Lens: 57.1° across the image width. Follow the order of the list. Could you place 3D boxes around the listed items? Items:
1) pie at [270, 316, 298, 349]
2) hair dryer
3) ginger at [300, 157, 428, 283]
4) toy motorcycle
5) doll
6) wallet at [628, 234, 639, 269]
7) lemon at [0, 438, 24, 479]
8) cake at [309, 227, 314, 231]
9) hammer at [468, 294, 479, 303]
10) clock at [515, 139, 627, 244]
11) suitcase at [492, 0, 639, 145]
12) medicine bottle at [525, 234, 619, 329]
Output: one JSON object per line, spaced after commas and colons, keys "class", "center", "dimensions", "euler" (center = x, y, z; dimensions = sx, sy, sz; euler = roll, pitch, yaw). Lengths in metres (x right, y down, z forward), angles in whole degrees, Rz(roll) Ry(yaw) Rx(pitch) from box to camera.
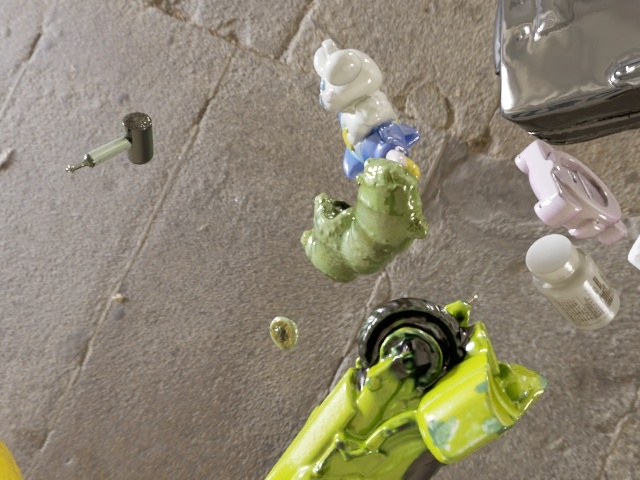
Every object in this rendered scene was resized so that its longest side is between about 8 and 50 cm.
{"class": "pie", "center": [-0.090, 0.227, 1.436], "dimensions": [0.084, 0.021, 0.084], "euler": [6, 103, 27]}
{"class": "hair dryer", "center": [-0.414, -0.172, 1.155], "dimensions": [0.057, 0.100, 0.197], "euler": [37, 50, 21]}
{"class": "ginger", "center": [0.052, -0.018, 0.822], "dimensions": [0.089, 0.290, 0.137], "euler": [-22, 86, -27]}
{"class": "toy motorcycle", "center": [0.051, 0.217, 0.518], "dimensions": [0.206, 0.142, 0.342], "euler": [36, 103, -6]}
{"class": "doll", "center": [0.090, -0.277, 1.325], "dimensions": [0.187, 0.376, 0.366], "euler": [-23, 109, 23]}
{"class": "wallet", "center": [0.509, 0.051, 0.793], "dimensions": [0.190, 0.033, 0.095], "euler": [39, 67, 6]}
{"class": "lemon", "center": [-0.402, 0.274, 0.559], "dimensions": [0.228, 0.228, 0.254], "euler": [21, 126, 9]}
{"class": "cake", "center": [0.000, 0.000, 1.731], "dimensions": [0.084, 0.044, 0.084], "euler": [-4, 52, 6]}
{"class": "hammer", "center": [0.409, 0.199, 1.693], "dimensions": [0.123, 0.014, 0.029], "euler": [-46, 66, 16]}
{"class": "clock", "center": [0.742, -0.134, 1.727], "dimensions": [0.322, 0.296, 0.113], "euler": [22, 132, -25]}
{"class": "suitcase", "center": [0.424, -0.337, 0.878], "dimensions": [0.339, 0.188, 0.345], "euler": [-6, 77, 48]}
{"class": "medicine bottle", "center": [0.336, 0.056, 0.788], "dimensions": [0.079, 0.079, 0.140], "euler": [-49, 121, 2]}
